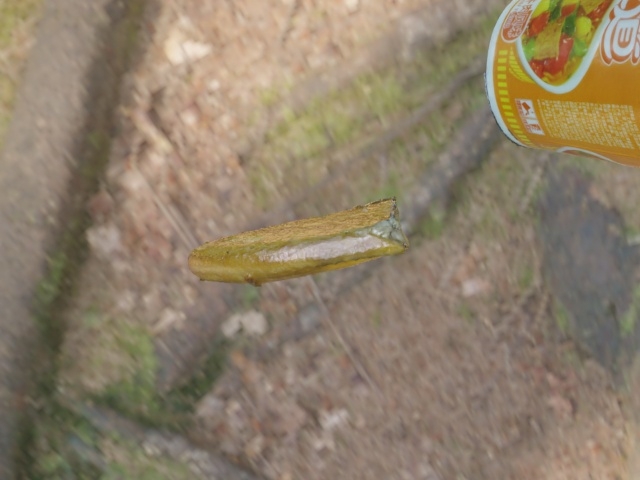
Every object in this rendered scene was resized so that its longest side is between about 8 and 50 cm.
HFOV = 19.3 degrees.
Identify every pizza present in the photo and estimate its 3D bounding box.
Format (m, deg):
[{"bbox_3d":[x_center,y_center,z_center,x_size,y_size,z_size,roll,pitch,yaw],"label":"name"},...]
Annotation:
[{"bbox_3d":[0.000,0.000,1.376,0.184,0.176,0.036,-9,97,25],"label":"pizza"}]

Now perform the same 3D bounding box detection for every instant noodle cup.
[{"bbox_3d":[0.219,-0.118,1.299,0.185,0.168,0.168,4,62,43],"label":"instant noodle cup"}]
